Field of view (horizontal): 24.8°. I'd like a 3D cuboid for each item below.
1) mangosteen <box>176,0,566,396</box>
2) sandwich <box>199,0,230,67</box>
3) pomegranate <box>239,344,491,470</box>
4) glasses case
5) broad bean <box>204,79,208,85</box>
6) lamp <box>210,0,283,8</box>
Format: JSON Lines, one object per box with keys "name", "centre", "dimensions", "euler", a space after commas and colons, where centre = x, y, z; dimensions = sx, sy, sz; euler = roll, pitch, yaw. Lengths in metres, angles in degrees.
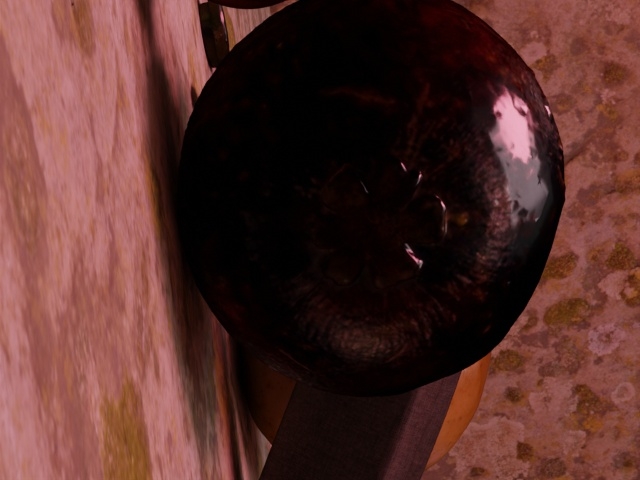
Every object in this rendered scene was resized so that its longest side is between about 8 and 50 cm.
{"name": "mangosteen", "centre": [0.039, -0.042, 1.133], "dimensions": [0.330, 0.330, 0.330], "euler": [-7, 90, -89]}
{"name": "sandwich", "centre": [-0.112, -0.220, 1.559], "dimensions": [0.101, 0.026, 0.069], "euler": [89, -10, -75]}
{"name": "pomegranate", "centre": [0.046, 0.107, 1.501], "dimensions": [0.307, 0.307, 0.307], "euler": [-7, 90, -89]}
{"name": "glasses case", "centre": [0.041, 0.149, 1.289], "dimensions": [0.074, 0.131, 0.323], "euler": [23, 88, -55]}
{"name": "broad bean", "centre": [-0.074, -0.058, 1.475], "dimensions": [0.339, 0.061, 0.077], "euler": [82, -6, -62]}
{"name": "lamp", "centre": [-0.048, -0.285, 1.069], "dimensions": [0.227, 0.226, 0.227], "euler": [-7, 90, -89]}
